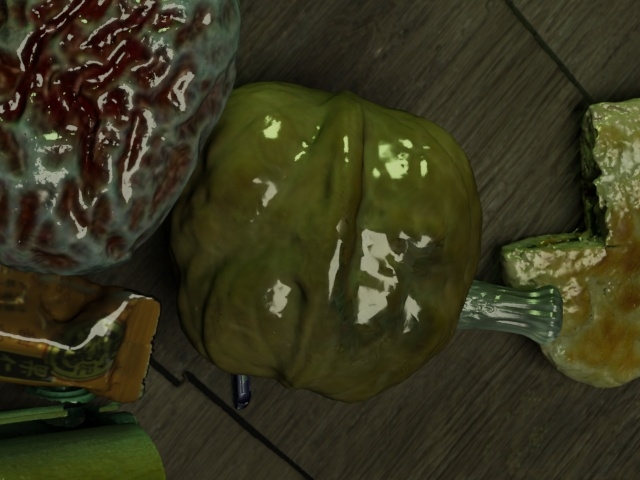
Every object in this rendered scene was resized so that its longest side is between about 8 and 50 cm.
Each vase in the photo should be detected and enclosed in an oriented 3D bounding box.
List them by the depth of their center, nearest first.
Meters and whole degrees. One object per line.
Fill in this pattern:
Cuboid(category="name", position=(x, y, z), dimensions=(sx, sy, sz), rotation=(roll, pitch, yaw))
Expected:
Cuboid(category="vase", position=(0.171, 0.068, 1.718), dimensions=(0.149, 0.081, 0.081), rotation=(8, 102, -3))

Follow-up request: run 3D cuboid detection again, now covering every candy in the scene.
Cuboid(category="candy", position=(-0.270, 0.068, 1.447), dimensions=(0.271, 0.101, 0.143), rotation=(15, 135, -12))

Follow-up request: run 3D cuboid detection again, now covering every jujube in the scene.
Cuboid(category="jujube", position=(-0.198, -0.127, 1.411), dimensions=(0.226, 0.226, 0.317), rotation=(25, 90, -32))

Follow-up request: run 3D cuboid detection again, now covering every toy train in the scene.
Cuboid(category="toy train", position=(-0.282, 0.194, 1.474), dimensions=(0.307, 0.189, 0.126), rotation=(-4, 100, -32))
Cuboid(category="toy train", position=(-0.078, 0.131, 1.670), dimensions=(0.017, 0.017, 0.083), rotation=(-11, 111, -25))

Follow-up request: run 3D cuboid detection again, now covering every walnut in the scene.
Cuboid(category="walnut", position=(-0.002, 0.000, 1.536), dimensions=(0.253, 0.282, 0.277), rotation=(-1, 102, -69))

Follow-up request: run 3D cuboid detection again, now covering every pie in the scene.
Cuboid(category="pie", position=(0.345, 0.006, 1.832), dimensions=(0.337, 0.075, 0.337), rotation=(-10, 113, -25))
